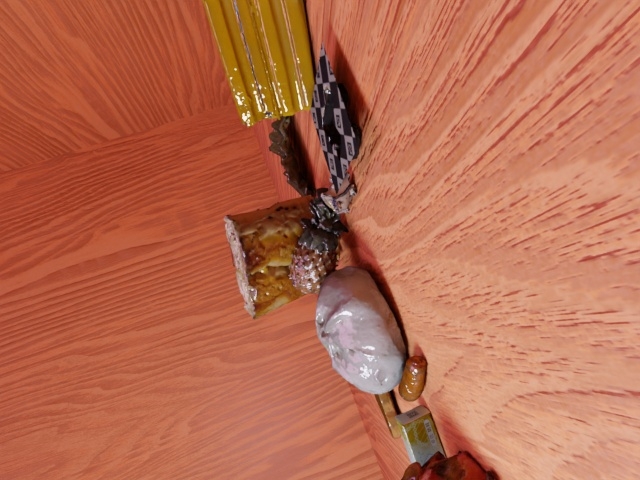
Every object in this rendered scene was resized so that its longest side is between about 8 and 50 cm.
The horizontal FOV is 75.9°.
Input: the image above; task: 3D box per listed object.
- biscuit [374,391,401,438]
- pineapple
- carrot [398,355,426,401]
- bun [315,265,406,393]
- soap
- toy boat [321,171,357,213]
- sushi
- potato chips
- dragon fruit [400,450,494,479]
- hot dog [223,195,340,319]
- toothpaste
[{"bbox_3d":[0.213,0.529,1.507,0.269,0.051,0.376,81,168,-64],"label":"biscuit"},{"bbox_3d":[0.000,0.000,1.188,0.141,0.170,0.310,39,128,43],"label":"pineapple"},{"bbox_3d":[0.218,0.326,0.962,0.186,0.060,0.060,88,162,-50],"label":"carrot"},{"bbox_3d":[0.091,0.240,1.110,0.354,0.194,0.354,159,90,-82],"label":"bun"},{"bbox_3d":[-0.125,-0.439,0.925,0.096,0.204,0.324,-102,0,-50],"label":"soap"},{"bbox_3d":[0.050,-0.101,1.028,0.066,0.084,0.210,45,175,12],"label":"toy boat"},{"bbox_3d":[0.041,-0.238,0.834,0.231,0.047,0.220,115,140,-73],"label":"sushi"},{"bbox_3d":[-0.123,-0.316,1.583,0.389,0.097,0.373,-135,25,-75],"label":"potato chips"},{"bbox_3d":[0.234,0.610,0.787,0.296,0.263,0.314,140,110,-81],"label":"dragon fruit"},{"bbox_3d":[-0.110,0.036,1.353,0.196,0.365,0.367,35,137,51],"label":"hot dog"},{"bbox_3d":[0.283,0.586,1.037,0.071,0.089,0.313,158,93,-77],"label":"toothpaste"}]
